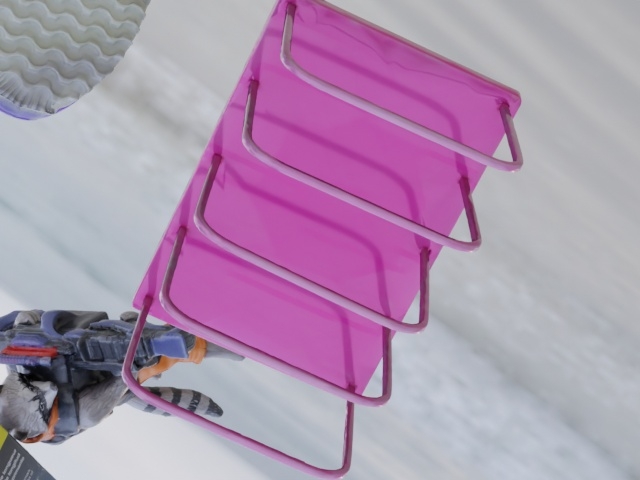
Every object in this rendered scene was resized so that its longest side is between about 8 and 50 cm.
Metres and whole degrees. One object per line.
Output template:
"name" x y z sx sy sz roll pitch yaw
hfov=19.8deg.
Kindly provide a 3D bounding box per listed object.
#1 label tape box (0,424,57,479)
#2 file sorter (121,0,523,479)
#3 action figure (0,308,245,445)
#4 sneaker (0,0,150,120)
"label tape box" -0.397 0.325 1.970 0.106 0.240 0.333 12 153 26
"file sorter" 0.000 0.000 1.365 0.202 0.290 0.182 24 -159 -9
"action figure" -0.224 0.159 2.093 0.330 0.178 0.341 -15 -168 -43
"sneaker" -0.180 -0.195 1.286 0.102 0.293 0.146 23 151 -19
